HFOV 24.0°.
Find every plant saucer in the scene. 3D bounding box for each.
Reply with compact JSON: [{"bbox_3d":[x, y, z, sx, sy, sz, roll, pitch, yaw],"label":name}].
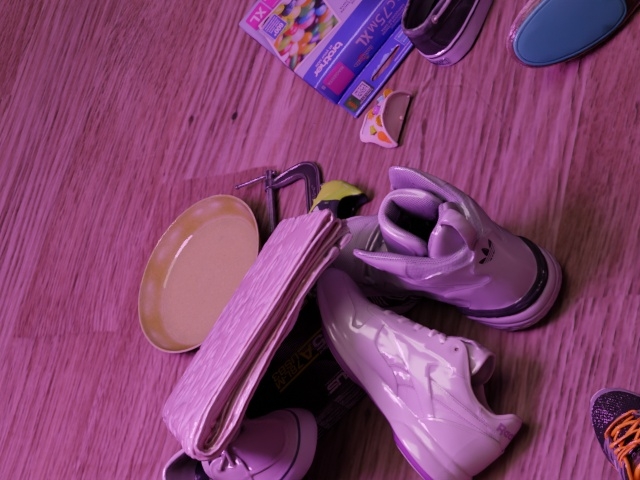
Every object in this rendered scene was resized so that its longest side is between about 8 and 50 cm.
[{"bbox_3d":[-0.163,0.051,2.125,0.241,0.037,0.241,-24,52,35],"label":"plant saucer"}]

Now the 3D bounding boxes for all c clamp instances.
[{"bbox_3d":[-0.052,-0.047,2.111,0.137,0.022,0.161,-28,46,19],"label":"c clamp"}]

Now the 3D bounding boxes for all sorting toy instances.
[{"bbox_3d":[0.081,-0.166,2.057,0.075,0.045,0.083,-20,48,58],"label":"sorting toy"}]

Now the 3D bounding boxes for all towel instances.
[{"bbox_3d":[-0.083,0.110,1.810,0.317,0.053,0.332,-58,8,-6],"label":"towel"}]

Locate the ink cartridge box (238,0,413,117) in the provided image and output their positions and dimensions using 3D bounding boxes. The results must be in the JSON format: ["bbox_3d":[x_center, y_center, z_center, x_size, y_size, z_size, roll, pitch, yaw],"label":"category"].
[{"bbox_3d":[0.017,-0.320,2.200,0.186,0.065,0.311,-51,43,5],"label":"ink cartridge box"}]

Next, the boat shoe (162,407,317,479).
[{"bbox_3d":[-0.104,0.263,1.840,0.267,0.088,0.096,-25,61,52],"label":"boat shoe"}]

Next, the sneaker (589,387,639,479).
[{"bbox_3d":[0.332,0.219,1.521,0.084,0.083,0.215,-47,40,11],"label":"sneaker"}]

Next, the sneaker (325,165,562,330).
[{"bbox_3d":[0.096,-0.003,1.794,0.365,0.210,0.137,11,71,47],"label":"sneaker"}]

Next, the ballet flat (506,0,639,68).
[{"bbox_3d":[0.361,-0.332,1.872,0.316,0.107,0.106,-36,24,13],"label":"ballet flat"}]

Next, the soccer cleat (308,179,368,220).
[{"bbox_3d":[0.000,0.000,2.001,0.072,0.060,0.179,19,76,39],"label":"soccer cleat"}]

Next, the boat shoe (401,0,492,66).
[{"bbox_3d":[0.189,-0.394,2.051,0.113,0.105,0.306,14,74,47],"label":"boat shoe"}]

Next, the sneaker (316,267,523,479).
[{"bbox_3d":[0.112,0.139,1.734,0.152,0.114,0.305,-40,69,7],"label":"sneaker"}]

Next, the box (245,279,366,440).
[{"bbox_3d":[-0.021,0.164,1.919,0.190,0.045,0.184,-44,41,12],"label":"box"}]
